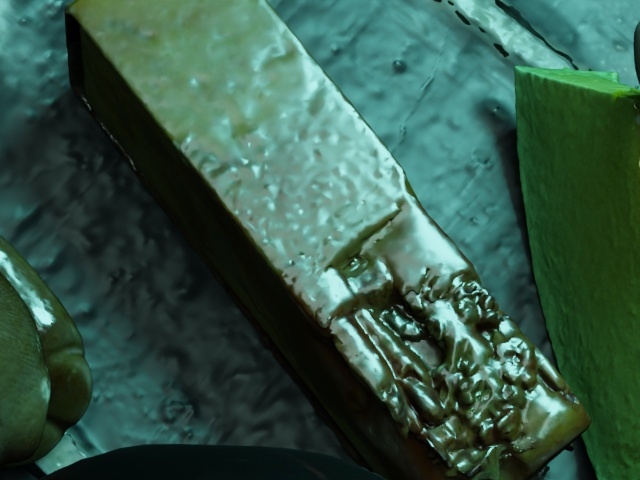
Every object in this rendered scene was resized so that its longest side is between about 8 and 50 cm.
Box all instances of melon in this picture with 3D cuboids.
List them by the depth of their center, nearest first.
[{"bbox_3d":[0.149,0.026,0.762,0.053,0.114,0.261,1,74,-22],"label":"melon"}]

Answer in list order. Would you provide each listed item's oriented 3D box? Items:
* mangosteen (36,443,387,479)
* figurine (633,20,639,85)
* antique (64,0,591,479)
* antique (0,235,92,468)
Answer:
[{"bbox_3d":[-0.056,0.239,0.562,0.347,0.307,0.307,-32,77,0],"label":"mangosteen"},{"bbox_3d":[0.279,0.009,0.747,0.167,0.342,0.285,-4,58,39],"label":"figurine"},{"bbox_3d":[0.000,0.000,0.758,0.087,0.093,0.310,-35,79,-17],"label":"antique"},{"bbox_3d":[-0.225,0.015,0.679,0.257,0.143,0.121,42,97,2],"label":"antique"}]
